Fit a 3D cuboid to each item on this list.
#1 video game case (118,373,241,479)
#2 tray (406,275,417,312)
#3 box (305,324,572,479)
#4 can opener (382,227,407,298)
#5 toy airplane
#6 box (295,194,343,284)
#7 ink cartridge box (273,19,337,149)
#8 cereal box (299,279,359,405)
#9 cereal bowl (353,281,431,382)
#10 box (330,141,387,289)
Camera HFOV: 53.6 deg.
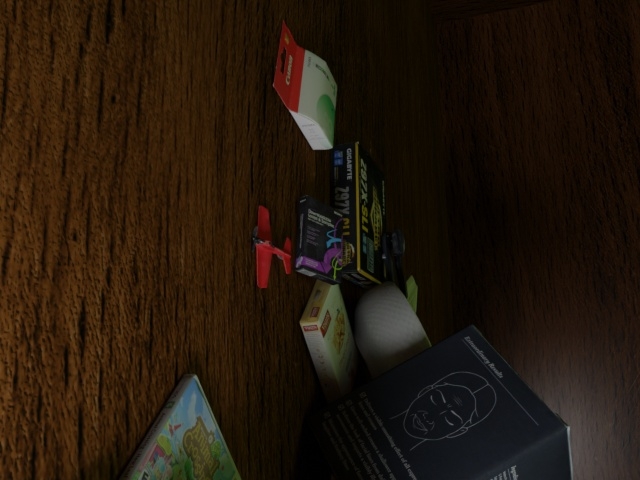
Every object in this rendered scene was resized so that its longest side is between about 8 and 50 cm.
[{"bbox_3d":[-0.172,0.315,0.812,0.193,0.023,0.213,-64,144,-56],"label":"video game case"},{"bbox_3d":[0.259,0.209,1.929,0.270,0.030,0.145,-33,125,-67],"label":"tray"},{"bbox_3d":[0.221,0.401,1.210,0.293,0.395,0.212,54,-12,51],"label":"box"},{"bbox_3d":[0.187,0.064,1.606,0.073,0.059,0.186,76,11,-77],"label":"can opener"},{"bbox_3d":[-0.085,0.018,1.125,0.151,0.028,0.151,-7,90,-71],"label":"toy airplane"},{"bbox_3d":[0.000,0.000,1.308,0.116,0.029,0.162,23,60,-42],"label":"box"},{"bbox_3d":[-0.025,-0.329,1.349,0.225,0.056,0.181,56,34,-57],"label":"ink cartridge box"},{"bbox_3d":[0.025,0.215,1.354,0.173,0.047,0.240,-67,146,-56],"label":"cereal box"},{"bbox_3d":[0.167,0.275,1.513,0.339,0.141,0.339,157,-90,-84],"label":"cereal bowl"},{"bbox_3d":[0.101,-0.053,1.596,0.257,0.079,0.322,32,56,-64],"label":"box"}]
